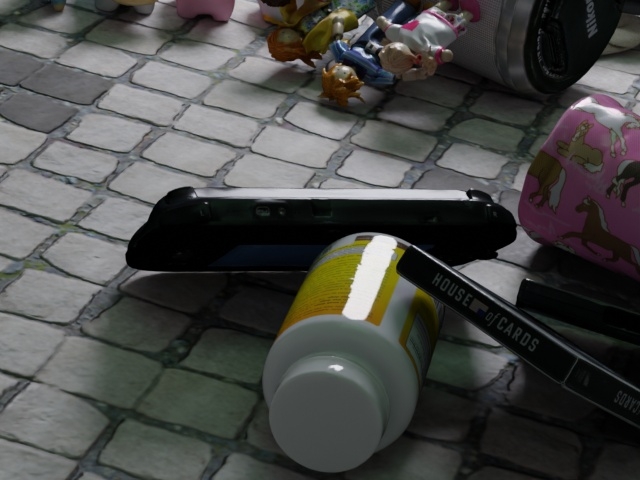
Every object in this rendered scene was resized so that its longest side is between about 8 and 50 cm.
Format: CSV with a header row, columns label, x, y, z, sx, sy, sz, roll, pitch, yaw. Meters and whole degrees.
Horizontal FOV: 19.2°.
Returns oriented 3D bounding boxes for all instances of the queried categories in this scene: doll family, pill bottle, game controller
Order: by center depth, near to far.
label,x,y,z,sx,sy,sz,roll,pitch,yaw
pill bottle,0.025,0.086,1.436,0.117,0.117,0.215,13,26,7
game controller,0.000,0.000,1.591,0.319,0.166,0.067,0,70,-19
doll family,0.039,-0.223,2.048,0.263,0.118,0.163,32,56,26

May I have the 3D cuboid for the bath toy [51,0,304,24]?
label,x,y,z,sx,sy,sz,roll,pitch,yaw
bath toy,-0.143,-0.316,2.158,0.348,0.129,0.151,2,28,-18

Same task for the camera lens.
label,x,y,z,sx,sy,sz,roll,pitch,yaw
camera lens,0.194,-0.301,2.142,0.274,0.219,0.219,27,31,31

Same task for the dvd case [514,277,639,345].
label,x,y,z,sx,sy,sz,roll,pitch,yaw
dvd case,0.282,0.080,1.538,0.253,0.022,0.180,18,-1,7

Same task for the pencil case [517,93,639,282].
label,x,y,z,sx,sy,sz,roll,pitch,yaw
pencil case,0.367,0.004,1.676,0.386,0.160,0.167,28,52,32

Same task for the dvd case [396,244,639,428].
label,x,y,z,sx,sy,sz,roll,pitch,yaw
dvd case,0.182,0.088,1.452,0.179,0.029,0.239,35,4,39

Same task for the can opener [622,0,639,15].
label,x,y,z,sx,sy,sz,roll,pitch,yaw
can opener,0.360,-0.288,2.290,0.283,0.076,0.095,10,68,-3

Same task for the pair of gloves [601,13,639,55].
label,x,y,z,sx,sy,sz,roll,pitch,yaw
pair of gloves,0.291,-0.289,2.351,0.204,0.042,0.240,-14,36,-40
